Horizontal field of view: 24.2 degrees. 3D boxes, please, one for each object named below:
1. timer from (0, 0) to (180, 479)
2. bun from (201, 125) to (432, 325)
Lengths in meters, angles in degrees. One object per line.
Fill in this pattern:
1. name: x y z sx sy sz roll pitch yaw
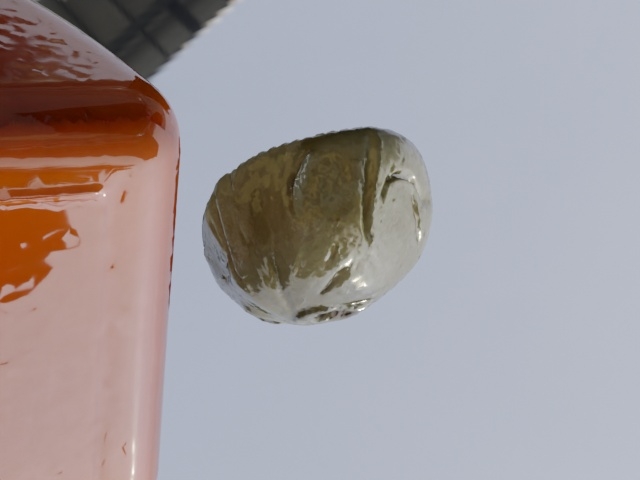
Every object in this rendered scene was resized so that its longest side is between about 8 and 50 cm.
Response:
1. timer: -0.190 0.002 0.706 0.161 0.257 0.250 -13 -146 -33
2. bun: 0.000 0.000 1.015 0.166 0.173 0.113 -30 -108 43
